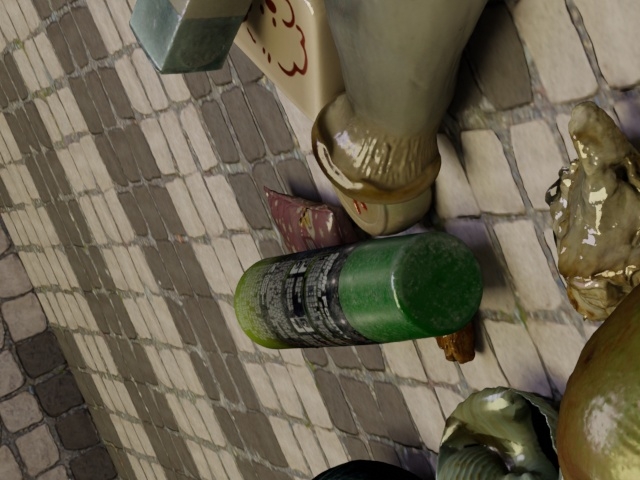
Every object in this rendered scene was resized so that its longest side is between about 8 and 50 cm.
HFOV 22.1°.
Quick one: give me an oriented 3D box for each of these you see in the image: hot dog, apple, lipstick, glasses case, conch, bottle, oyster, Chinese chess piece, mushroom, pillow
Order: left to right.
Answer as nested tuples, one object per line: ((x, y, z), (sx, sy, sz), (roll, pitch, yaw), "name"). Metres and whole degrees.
((-0.065, -0.267, 1.265), (0.068, 0.066, 0.317), (57, 138, 30), "lipstick")
((-0.059, -0.247, 1.421), (0.336, 0.076, 0.144), (48, 155, 38), "glasses case")
((0.000, 0.000, 1.626), (0.118, 0.043, 0.185), (64, 164, -19), "pillow")
((0.026, 0.049, 1.461), (0.330, 0.093, 0.093), (-10, 105, 64), "bottle")
((0.047, -0.063, 1.416), (0.122, 0.051, 0.122), (51, 157, 32), "Chinese chess piece")
((0.058, -0.163, 1.211), (0.328, 0.122, 0.159), (97, 178, -55), "mushroom")
((0.114, 0.073, 1.435), (0.058, 0.035, 0.083), (-129, 22, -50), "hot dog")
((0.161, 0.188, 1.363), (0.153, 0.102, 0.135), (-26, 77, 38), "conch")
((0.185, -0.007, 1.104), (0.163, 0.081, 0.191), (32, 139, 63), "oyster")
((0.230, 0.101, 0.956), (0.173, 0.188, 0.207), (62, 164, -7), "apple")

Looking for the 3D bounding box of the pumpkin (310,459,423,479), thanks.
((0.064, 0.356, 1.689), (0.248, 0.248, 0.248), (51, 156, 33), "pumpkin")
